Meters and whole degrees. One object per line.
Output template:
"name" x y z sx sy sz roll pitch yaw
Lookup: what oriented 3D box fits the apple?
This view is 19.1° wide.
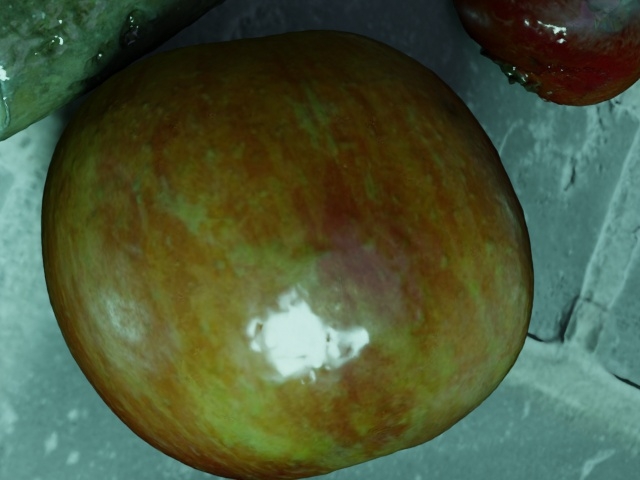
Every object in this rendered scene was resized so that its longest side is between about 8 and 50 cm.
"apple" -0.031 -0.006 1.170 0.301 0.301 0.302 -5 99 -32

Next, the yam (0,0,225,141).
"yam" -0.154 -0.148 1.179 0.194 0.107 0.107 -37 114 -22

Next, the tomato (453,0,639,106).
"tomato" 0.198 -0.190 1.398 0.189 0.099 0.173 38 78 -29
